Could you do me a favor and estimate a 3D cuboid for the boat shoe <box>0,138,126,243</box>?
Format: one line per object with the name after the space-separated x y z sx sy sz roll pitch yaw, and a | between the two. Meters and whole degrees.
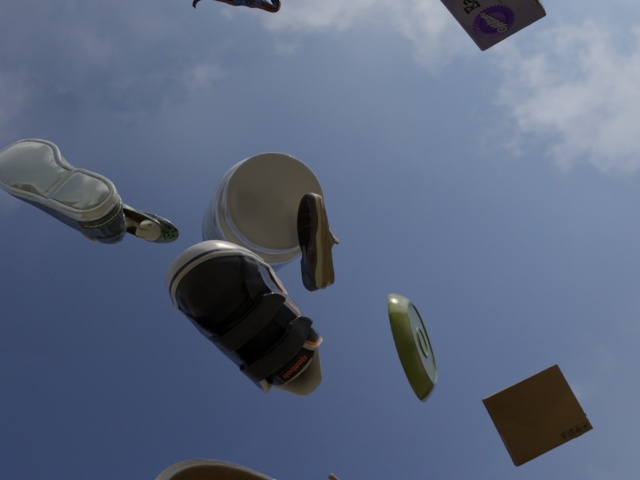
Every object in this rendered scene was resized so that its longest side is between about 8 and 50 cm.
-0.443 -0.081 1.047 0.116 0.319 0.099 -49 -35 -27 | boat shoe

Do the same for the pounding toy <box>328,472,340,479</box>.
0.077 0.499 1.132 0.130 0.100 0.141 -1 -116 -11 | pounding toy

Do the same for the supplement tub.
-0.131 -0.049 1.362 0.235 0.325 0.236 3 -101 -15 | supplement tub

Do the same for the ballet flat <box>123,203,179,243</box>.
-0.400 -0.034 1.329 0.188 0.070 0.070 20 -92 -4 | ballet flat

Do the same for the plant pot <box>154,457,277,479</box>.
-0.106 0.455 0.627 0.333 0.334 0.306 32 -89 -26 | plant pot

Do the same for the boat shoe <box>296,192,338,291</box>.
0.000 0.000 1.183 0.072 0.068 0.190 -10 -69 -29 | boat shoe

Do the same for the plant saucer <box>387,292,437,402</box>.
0.203 0.221 1.324 0.037 0.241 0.241 -20 -71 16 | plant saucer

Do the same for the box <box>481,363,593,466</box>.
0.500 0.401 1.434 0.201 0.021 0.165 -23 -106 -7 | box

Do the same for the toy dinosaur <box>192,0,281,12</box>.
-0.082 -0.271 0.681 0.090 0.047 0.082 -30 -36 21 | toy dinosaur

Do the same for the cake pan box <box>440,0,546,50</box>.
0.081 -0.318 0.499 0.266 0.070 0.246 28 -131 -42 | cake pan box

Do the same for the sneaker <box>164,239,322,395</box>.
-0.079 0.117 0.839 0.126 0.127 0.321 -41 -36 0 | sneaker
